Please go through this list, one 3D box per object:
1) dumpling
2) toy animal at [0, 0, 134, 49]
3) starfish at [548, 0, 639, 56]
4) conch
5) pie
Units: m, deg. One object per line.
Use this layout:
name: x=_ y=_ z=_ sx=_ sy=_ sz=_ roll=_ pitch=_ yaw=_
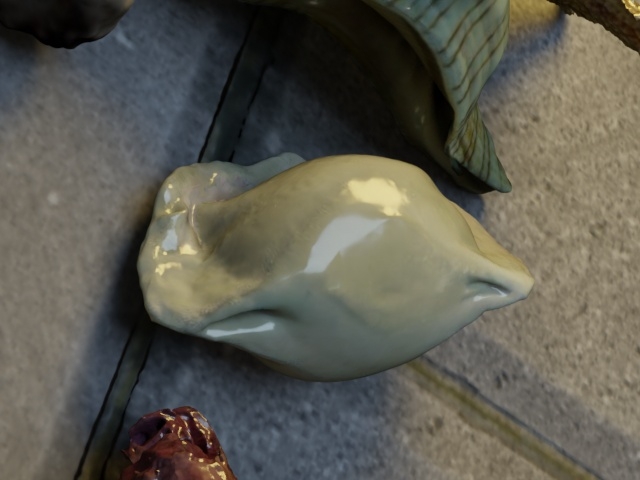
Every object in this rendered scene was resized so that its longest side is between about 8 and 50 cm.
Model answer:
dumpling: x=0.000 y=0.000 z=0.928 sx=0.229 sy=0.124 sz=0.151 roll=-1 pitch=40 yaw=-32
toy animal: x=-0.181 y=-0.266 z=0.794 sx=0.344 sy=0.303 sz=0.194 roll=40 pitch=46 yaw=6
starfish: x=0.127 y=-0.214 z=1.040 sx=0.060 sy=0.302 sz=0.299 roll=-31 pitch=88 yaw=4
conch: x=0.035 y=-0.171 z=0.953 sx=0.386 sy=0.203 sz=0.169 roll=36 pitch=96 yaw=-32
pie: x=-0.038 y=0.171 z=0.794 sx=0.054 sy=0.219 sz=0.204 roll=-26 pitch=81 yaw=-5
